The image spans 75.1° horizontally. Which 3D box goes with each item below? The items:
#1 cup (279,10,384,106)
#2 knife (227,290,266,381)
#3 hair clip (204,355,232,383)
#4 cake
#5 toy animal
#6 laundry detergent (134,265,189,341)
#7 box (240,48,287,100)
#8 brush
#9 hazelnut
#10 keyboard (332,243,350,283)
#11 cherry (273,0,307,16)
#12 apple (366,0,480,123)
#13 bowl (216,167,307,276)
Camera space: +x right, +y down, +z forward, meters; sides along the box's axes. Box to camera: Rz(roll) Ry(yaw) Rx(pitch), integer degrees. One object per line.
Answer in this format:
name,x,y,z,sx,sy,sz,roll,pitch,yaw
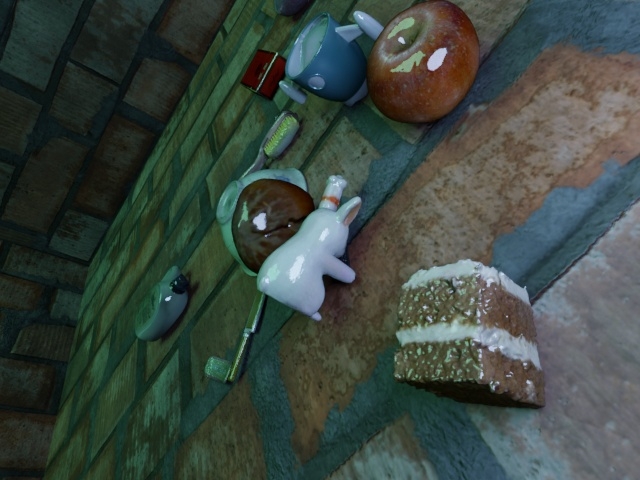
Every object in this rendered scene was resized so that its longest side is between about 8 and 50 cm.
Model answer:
cup,0.031,-0.406,0.977,0.299,0.173,0.168,-21,53,46
knife,-0.165,0.210,0.996,0.046,0.022,0.256,-14,54,58
hair clip,-0.253,0.325,1.045,0.137,0.022,0.054,-8,62,52
cake,0.176,0.111,0.496,0.134,0.135,0.147,-17,51,49
toy animal,0.002,0.014,0.791,0.140,0.138,0.282,20,63,47
laundry detergent,-0.532,0.197,1.434,0.280,0.105,0.215,-48,36,27
box,-0.207,-0.610,1.525,0.153,0.074,0.240,-55,35,8
brush,-0.160,-0.245,1.243,0.313,0.071,0.067,-49,51,25
hazelnut,-0.097,-0.027,0.890,0.181,0.181,0.212,164,102,-80
keyboard,0.037,0.014,0.852,0.053,0.010,0.155,-36,43,35
cherry,-0.105,-0.909,1.517,0.176,0.139,0.176,-175,90,-73
apple,0.179,-0.300,0.730,0.201,0.162,0.201,-20,57,33
bowl,-0.183,-0.077,1.091,0.313,0.146,0.314,-31,46,39
